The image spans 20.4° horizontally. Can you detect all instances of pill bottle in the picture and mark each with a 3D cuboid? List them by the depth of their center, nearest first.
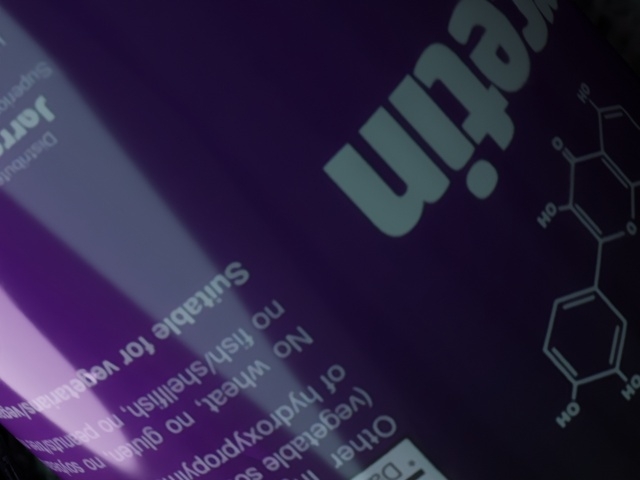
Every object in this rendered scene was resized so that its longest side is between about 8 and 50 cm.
[{"bbox_3d":[0.000,0.000,0.464,0.323,0.181,0.181,45,132,-17],"label":"pill bottle"}]

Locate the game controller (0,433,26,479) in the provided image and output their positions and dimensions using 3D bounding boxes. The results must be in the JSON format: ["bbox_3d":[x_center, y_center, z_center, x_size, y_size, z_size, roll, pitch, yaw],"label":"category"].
[{"bbox_3d":[-0.198,0.108,0.731,0.166,0.067,0.319,-3,127,27],"label":"game controller"}]
